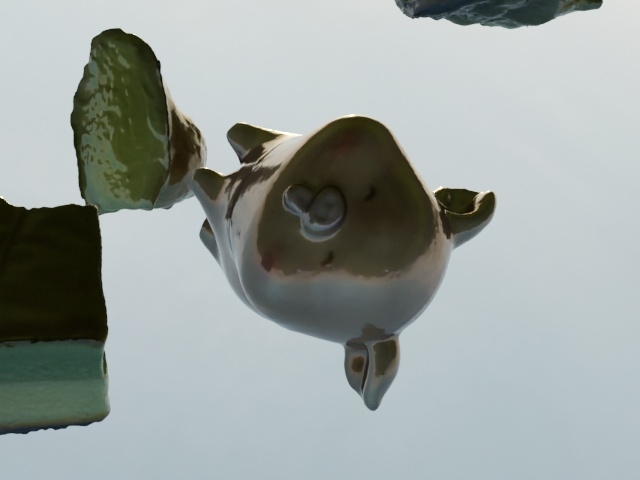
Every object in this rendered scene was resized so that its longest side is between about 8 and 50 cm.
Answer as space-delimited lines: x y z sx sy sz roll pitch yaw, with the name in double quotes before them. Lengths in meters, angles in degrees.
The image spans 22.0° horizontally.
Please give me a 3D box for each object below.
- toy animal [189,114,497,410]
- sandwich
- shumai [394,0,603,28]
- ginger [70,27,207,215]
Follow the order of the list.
"toy animal" 0.000 0.000 1.571 0.269 0.237 0.326 29 171 9
"sandwich" -0.277 0.054 1.276 0.220 0.108 0.186 -4 -138 -9
"shumai" 0.108 -0.190 1.058 0.139 0.105 0.123 -20 -120 5
"ginger" -0.177 -0.125 1.719 0.115 0.193 0.123 0 -175 38
